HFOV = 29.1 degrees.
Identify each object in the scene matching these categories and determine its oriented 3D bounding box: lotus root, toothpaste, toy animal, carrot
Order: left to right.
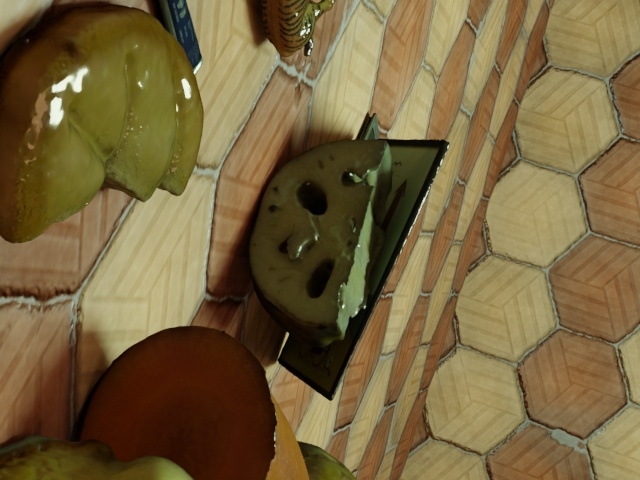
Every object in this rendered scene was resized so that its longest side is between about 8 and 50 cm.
[{"bbox_3d":[-0.111,-0.168,0.965,0.037,0.021,0.140,-58,163,-22],"label":"toothpaste"},{"bbox_3d":[-0.106,0.240,1.115,0.214,0.193,0.331,-55,157,-21],"label":"carrot"},{"bbox_3d":[-0.027,-0.239,1.143,0.099,0.057,0.241,-57,162,-26],"label":"toy animal"},{"bbox_3d":[0.000,0.000,1.363,0.119,0.138,0.235,93,19,-64],"label":"lotus root"}]

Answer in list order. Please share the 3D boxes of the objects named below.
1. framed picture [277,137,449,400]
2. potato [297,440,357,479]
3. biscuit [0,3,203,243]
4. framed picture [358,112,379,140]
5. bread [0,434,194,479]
[{"bbox_3d":[0.045,0.024,1.504,0.324,0.013,0.244,-66,-163,-2],"label":"framed picture"},{"bbox_3d":[-0.043,0.395,1.543,0.289,0.301,0.237,-111,-175,-59],"label":"potato"},{"bbox_3d":[-0.146,-0.090,0.882,0.299,0.045,0.154,-29,133,-70],"label":"biscuit"},{"bbox_3d":[0.047,-0.038,1.736,0.252,0.014,0.197,76,35,-64],"label":"framed picture"},{"bbox_3d":[-0.185,0.236,0.862,0.251,0.174,0.133,-22,126,-70],"label":"bread"}]
